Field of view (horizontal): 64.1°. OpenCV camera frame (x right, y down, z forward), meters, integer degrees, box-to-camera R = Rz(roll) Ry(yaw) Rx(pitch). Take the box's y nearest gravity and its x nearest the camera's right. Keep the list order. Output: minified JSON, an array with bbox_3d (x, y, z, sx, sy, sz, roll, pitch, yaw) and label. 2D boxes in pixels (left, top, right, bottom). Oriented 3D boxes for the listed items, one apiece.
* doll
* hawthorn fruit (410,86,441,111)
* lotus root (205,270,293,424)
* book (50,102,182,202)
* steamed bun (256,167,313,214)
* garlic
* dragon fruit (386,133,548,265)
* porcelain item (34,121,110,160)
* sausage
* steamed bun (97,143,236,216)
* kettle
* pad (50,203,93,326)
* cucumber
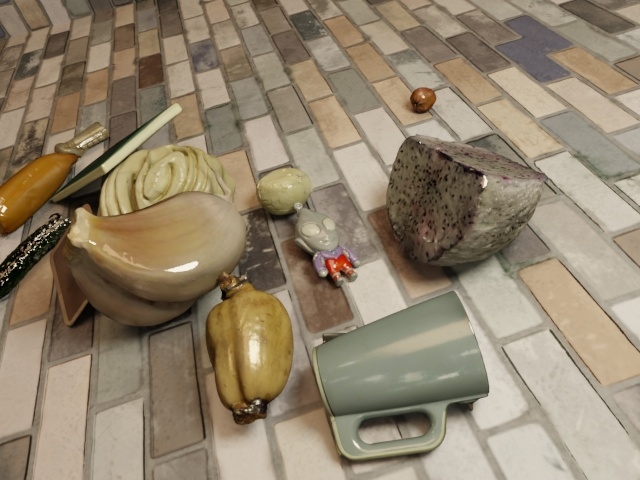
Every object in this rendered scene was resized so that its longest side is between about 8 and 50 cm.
[{"bbox_3d":[0.000,0.000,1.052,0.102,0.075,0.227,-14,53,-24],"label":"doll"},{"bbox_3d":[0.284,-0.387,1.364,0.066,0.067,0.103,29,61,34],"label":"hawthorn fruit"},{"bbox_3d":[-0.123,0.178,0.860,0.154,0.140,0.257,-30,47,25],"label":"lotus root"},{"bbox_3d":[-0.525,-0.215,1.294,0.379,0.031,0.264,-10,35,47],"label":"book"},{"bbox_3d":[-0.083,-0.105,1.156,0.130,0.091,0.112,7,36,40],"label":"steamed bun"},{"bbox_3d":[-0.289,0.027,0.990,0.246,0.231,0.340,42,47,12],"label":"garlic"},{"bbox_3d":[0.273,-0.065,0.974,0.221,0.204,0.283,1,26,-26],"label":"dragon fruit"},{"bbox_3d":[-0.729,-0.271,1.503,0.084,0.054,0.213,24,55,35],"label":"porcelain item"},{"bbox_3d":[-0.753,-0.150,1.357,0.112,0.112,0.328,8,46,20],"label":"sausage"},{"bbox_3d":[-0.359,-0.109,1.150,0.289,0.203,0.276,-9,45,7],"label":"steamed bun"},{"bbox_3d":[0.123,0.214,0.782,0.243,0.160,0.211,-19,73,5],"label":"kettle"},{"bbox_3d":[-0.528,0.045,1.111,0.176,0.002,0.266,-52,47,11],"label":"pad"},{"bbox_3d":[-0.682,0.036,1.185,0.067,0.067,0.245,15,52,26],"label":"cucumber"}]
